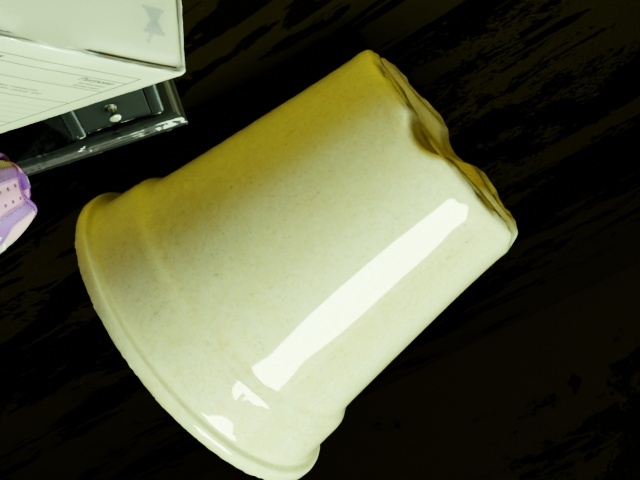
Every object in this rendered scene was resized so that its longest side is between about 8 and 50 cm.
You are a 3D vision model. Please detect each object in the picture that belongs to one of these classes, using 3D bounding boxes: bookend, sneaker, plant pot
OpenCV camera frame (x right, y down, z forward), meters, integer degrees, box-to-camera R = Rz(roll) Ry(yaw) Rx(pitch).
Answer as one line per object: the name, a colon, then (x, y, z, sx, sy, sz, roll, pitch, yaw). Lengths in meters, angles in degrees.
bookend: (-0.191, -0.125, 0.767, 0.157, 0.072, 0.156, -19, 160, -6)
sneaker: (-0.261, -0.022, 0.750, 0.104, 0.095, 0.236, -30, -163, -21)
plant pot: (0.000, 0.000, 0.983, 0.305, 0.334, 0.334, -38, 156, 13)

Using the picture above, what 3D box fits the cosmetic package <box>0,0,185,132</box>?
cosmetic package: (-0.234, -0.116, 0.546, 0.309, 0.113, 0.160, -10, 171, 38)
